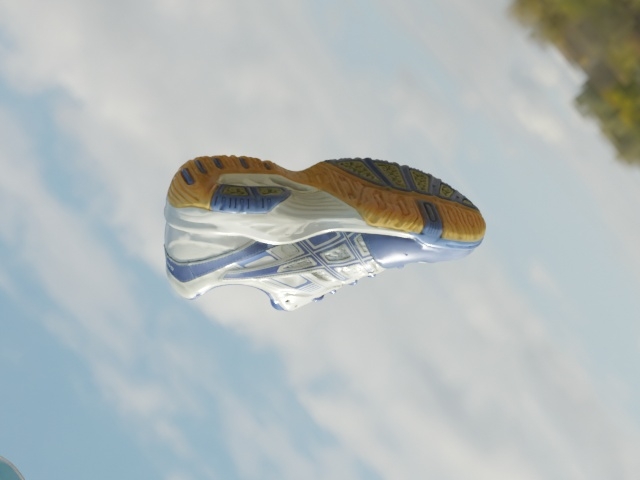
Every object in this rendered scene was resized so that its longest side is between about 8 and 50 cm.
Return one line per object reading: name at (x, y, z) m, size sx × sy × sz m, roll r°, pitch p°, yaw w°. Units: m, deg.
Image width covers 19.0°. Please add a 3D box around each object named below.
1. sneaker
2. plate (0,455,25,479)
sneaker at (0.000, 0.000, 1.752) m, size 0.296 × 0.131 × 0.112 m, roll 5°, pitch -151°, yaw -12°
plate at (-0.315, 0.288, 1.756) m, size 0.024 × 0.188 × 0.188 m, roll 18°, pitch -147°, yaw -49°
